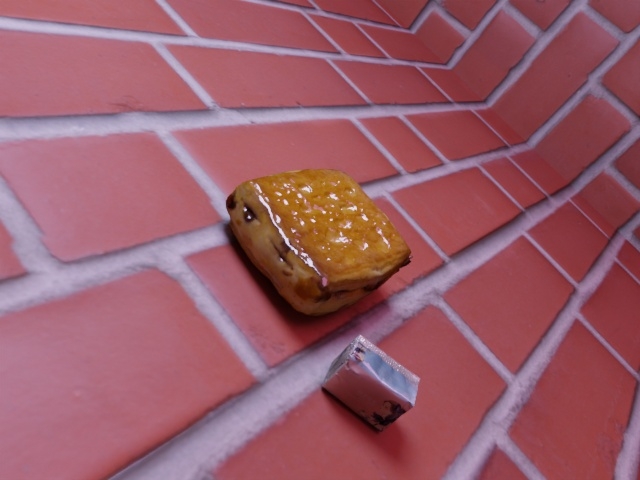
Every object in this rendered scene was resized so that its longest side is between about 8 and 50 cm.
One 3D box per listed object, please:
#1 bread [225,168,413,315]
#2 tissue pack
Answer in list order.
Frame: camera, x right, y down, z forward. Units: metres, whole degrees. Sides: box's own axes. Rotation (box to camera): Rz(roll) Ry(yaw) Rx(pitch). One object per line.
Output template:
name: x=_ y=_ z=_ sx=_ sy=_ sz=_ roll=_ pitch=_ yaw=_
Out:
bread: x=0.000 y=0.000 z=0.836 sx=0.235 sy=0.099 sz=0.210 roll=-14 pitch=58 yaw=-47
tissue pack: x=0.058 y=0.166 z=0.707 sx=0.094 sy=0.074 sz=0.059 roll=37 pitch=34 yaw=-1
